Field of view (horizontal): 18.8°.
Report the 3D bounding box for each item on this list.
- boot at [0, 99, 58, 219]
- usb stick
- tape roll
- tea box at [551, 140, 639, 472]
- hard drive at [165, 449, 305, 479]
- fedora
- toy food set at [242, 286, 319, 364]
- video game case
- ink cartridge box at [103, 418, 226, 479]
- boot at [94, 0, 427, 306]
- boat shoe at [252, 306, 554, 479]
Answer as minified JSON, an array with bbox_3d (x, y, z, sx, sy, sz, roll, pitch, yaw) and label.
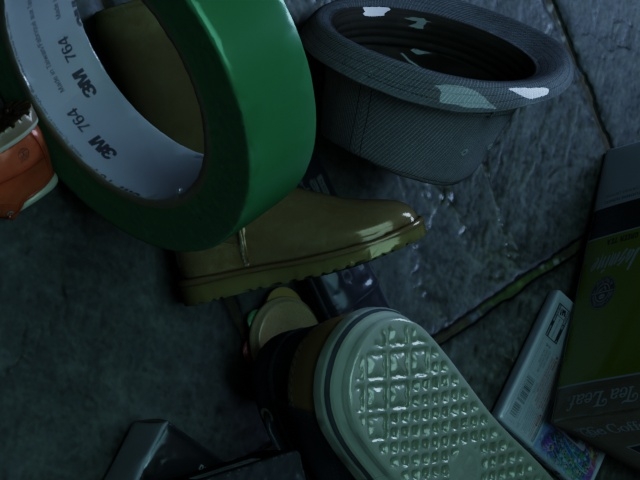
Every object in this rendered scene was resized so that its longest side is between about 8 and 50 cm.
[{"bbox_3d":[-0.282,-0.038,1.566,0.158,0.059,0.084,-36,125,-24],"label":"boot"},{"bbox_3d":[0.000,0.000,1.770,0.077,0.045,0.278,-36,107,-43],"label":"usb stick"},{"bbox_3d":[-0.146,-0.146,1.511,0.077,0.321,0.321,-38,107,-33],"label":"tape roll"},{"bbox_3d":[0.439,0.061,1.897,0.220,0.329,0.323,31,63,-30],"label":"tea box"},{"bbox_3d":[-0.091,0.363,1.582,0.237,0.064,0.339,-15,94,-37],"label":"hard drive"},{"bbox_3d":[0.096,-0.132,1.781,0.275,0.244,0.124,-29,138,-59],"label":"fedora"},{"bbox_3d":[-0.034,0.090,1.754,0.082,0.020,0.083,-47,112,-30],"label":"toy food set"},{"bbox_3d":[0.251,0.154,1.957,0.143,0.019,0.157,41,62,-26],"label":"video game case"},{"bbox_3d":[-0.160,0.351,1.612,0.176,0.069,0.371,38,67,-27],"label":"ink cartridge box"},{"bbox_3d":[-0.050,-0.097,1.671,0.236,0.089,0.269,-14,95,-4],"label":"boot"},{"bbox_3d":[0.101,0.249,1.761,0.187,0.156,0.500,-56,128,-30],"label":"boat shoe"}]
